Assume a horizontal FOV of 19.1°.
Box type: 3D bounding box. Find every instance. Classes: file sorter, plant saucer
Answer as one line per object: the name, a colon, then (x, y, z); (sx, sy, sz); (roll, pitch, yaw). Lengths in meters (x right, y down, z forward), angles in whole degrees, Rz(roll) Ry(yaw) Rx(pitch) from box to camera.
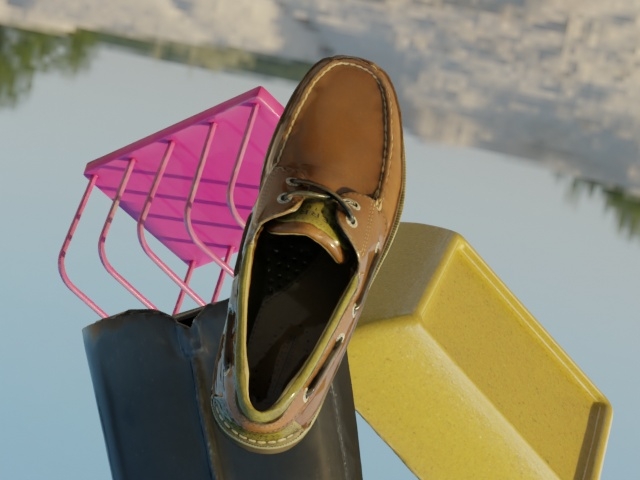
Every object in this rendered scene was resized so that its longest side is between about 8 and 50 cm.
file sorter: (-0.130, -0.008, 2.213); (0.290, 0.182, 0.202); (-20, 130, 37)
plant saucer: (0.154, 0.135, 1.742); (0.333, 0.081, 0.333); (49, -157, -6)

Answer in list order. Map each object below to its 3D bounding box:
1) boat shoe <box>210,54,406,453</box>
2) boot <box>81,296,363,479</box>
boat shoe: (0.000, 0.000, 1.358); (0.110, 0.307, 0.104); (12, 164, 0)
boot: (-0.134, 0.276, 1.495); (0.367, 0.445, 0.146); (-9, -179, 9)
